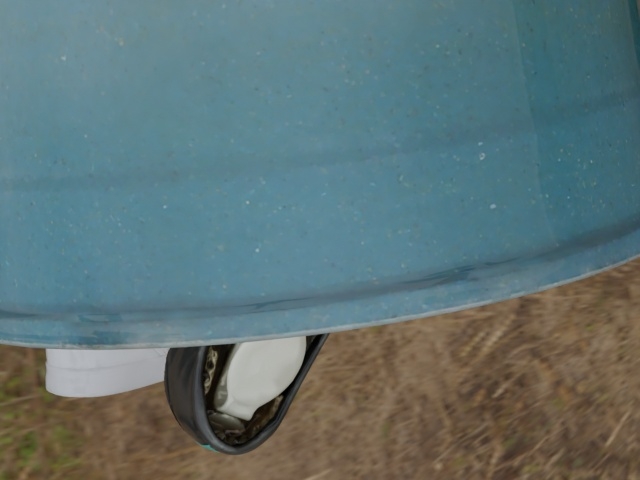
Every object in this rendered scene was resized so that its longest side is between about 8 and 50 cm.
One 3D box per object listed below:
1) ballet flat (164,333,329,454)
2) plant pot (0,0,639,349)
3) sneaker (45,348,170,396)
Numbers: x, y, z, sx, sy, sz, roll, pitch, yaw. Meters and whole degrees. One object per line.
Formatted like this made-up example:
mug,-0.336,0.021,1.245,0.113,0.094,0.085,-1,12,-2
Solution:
ballet flat,0.000,0.000,0.978,0.095,0.096,0.280,19,107,-16
plant pot,-0.019,-0.120,0.622,0.271,0.271,0.255,-4,100,14
sneaker,-0.114,0.017,1.517,0.108,0.292,0.169,5,104,40
